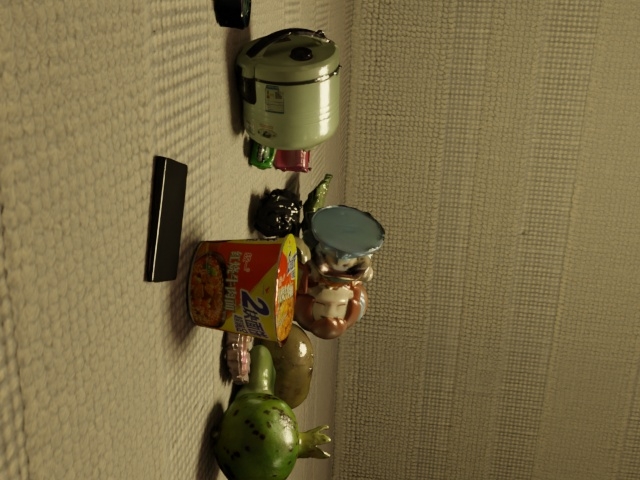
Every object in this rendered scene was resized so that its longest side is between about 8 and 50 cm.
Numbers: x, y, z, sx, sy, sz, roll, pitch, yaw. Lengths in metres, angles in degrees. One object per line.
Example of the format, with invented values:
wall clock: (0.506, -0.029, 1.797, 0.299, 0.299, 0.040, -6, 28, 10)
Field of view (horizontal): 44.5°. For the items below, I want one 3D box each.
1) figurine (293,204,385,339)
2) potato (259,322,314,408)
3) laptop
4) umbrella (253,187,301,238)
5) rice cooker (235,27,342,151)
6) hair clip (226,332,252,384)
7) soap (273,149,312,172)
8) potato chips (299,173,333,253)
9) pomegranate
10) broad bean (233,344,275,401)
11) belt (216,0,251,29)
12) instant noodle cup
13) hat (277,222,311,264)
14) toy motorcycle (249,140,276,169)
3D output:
figurine: (0.019, 0.094, 2.036, 0.248, 0.276, 0.388, -92, -169, -52)
potato: (-0.095, 0.338, 2.062, 0.165, 0.165, 0.262, -74, 171, -55)
laptop: (-0.245, -0.032, 1.252, 0.135, 0.016, 0.197, 15, 81, -83)
umbrella: (-0.104, -0.083, 1.986, 0.340, 0.118, 0.118, -93, -175, -76)
rice cooker: (-0.068, -0.327, 1.659, 0.226, 0.226, 0.244, -75, 169, -52)
hair clip: (-0.161, 0.172, 1.762, 0.173, 0.069, 0.300, 29, 76, -80)
soap: (-0.068, -0.296, 2.065, 0.162, 0.099, 0.250, -68, 161, -66)
potato chips: (-0.001, -0.008, 2.392, 0.373, 0.097, 0.389, -144, -129, -80)
pomegranate: (-0.109, 0.436, 1.686, 0.211, 0.263, 0.211, -169, -90, -76)
broad bean: (-0.150, 0.358, 1.880, 0.169, 0.100, 0.228, 96, 2, -55)
belt: (-0.156, -0.464, 1.462, 0.105, 0.058, 0.140, -43, 137, -83)
instant noodle cup: (-0.144, 0.087, 1.463, 0.213, 0.174, 0.213, 3, 90, -82)
hat: (-0.059, 0.020, 2.268, 0.173, 0.144, 0.166, -46, 148, -42)
toy motorcycle: (-0.124, -0.228, 1.820, 0.190, 0.074, 0.106, -78, 179, -49)
